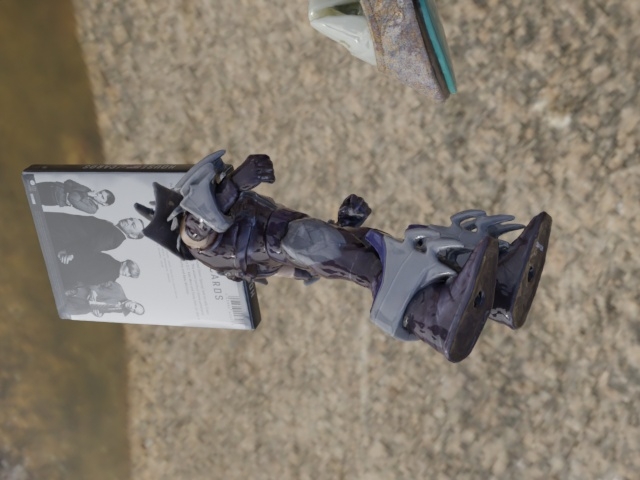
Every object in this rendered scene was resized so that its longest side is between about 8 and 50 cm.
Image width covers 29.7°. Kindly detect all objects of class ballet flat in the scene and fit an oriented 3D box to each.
[{"bbox_3d":[0.031,-0.223,0.970,0.106,0.108,0.316,-13,138,10],"label":"ballet flat"}]

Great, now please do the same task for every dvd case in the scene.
[{"bbox_3d":[-0.186,0.006,1.259,0.238,0.029,0.179,1,116,21],"label":"dvd case"}]

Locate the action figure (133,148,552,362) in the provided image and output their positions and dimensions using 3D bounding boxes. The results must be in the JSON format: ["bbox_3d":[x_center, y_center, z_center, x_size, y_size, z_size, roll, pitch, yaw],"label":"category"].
[{"bbox_3d":[0.000,0.000,0.810,0.285,0.185,0.099,13,94,32],"label":"action figure"}]
